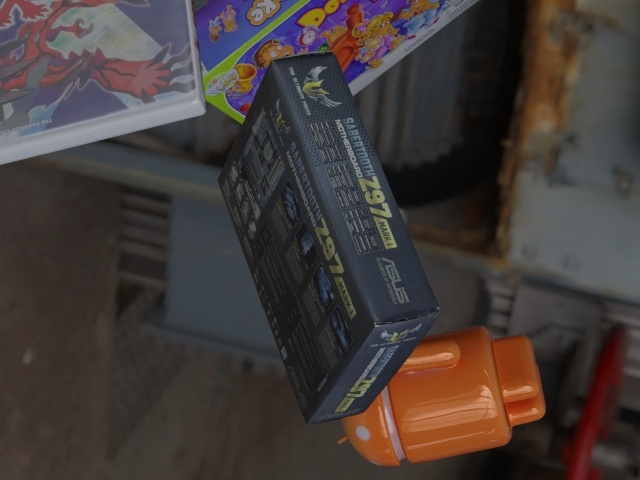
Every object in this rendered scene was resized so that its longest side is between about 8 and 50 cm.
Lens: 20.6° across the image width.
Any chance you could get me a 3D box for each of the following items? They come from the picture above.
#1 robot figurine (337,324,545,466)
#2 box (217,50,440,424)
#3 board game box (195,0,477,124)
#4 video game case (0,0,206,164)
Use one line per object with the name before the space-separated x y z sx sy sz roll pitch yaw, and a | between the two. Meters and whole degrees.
robot figurine | 0.114 0.160 1.779 0.158 0.219 0.128 -5 83 -83
box | 0.000 0.000 1.349 0.183 0.059 0.232 118 -45 -57
board game box | 0.021 -0.266 2.007 0.347 0.078 0.233 -37 153 13
video game case | -0.193 -0.152 1.335 0.023 0.201 0.183 64 15 -59
